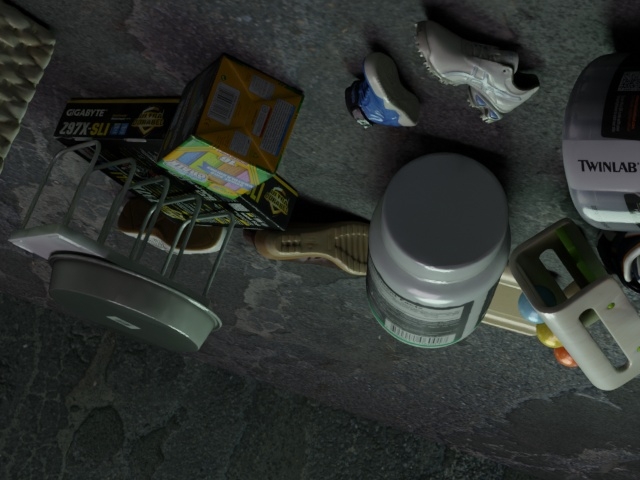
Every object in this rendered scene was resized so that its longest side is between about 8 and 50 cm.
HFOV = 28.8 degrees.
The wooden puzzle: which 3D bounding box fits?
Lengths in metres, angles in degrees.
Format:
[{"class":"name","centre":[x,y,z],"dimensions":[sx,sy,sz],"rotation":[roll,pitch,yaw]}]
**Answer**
[{"class":"wooden puzzle","centre":[0.292,0.082,2.169],"dimensions":[0.221,0.044,0.238],"rotation":[15,157,10]}]

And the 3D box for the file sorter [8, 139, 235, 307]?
[{"class":"file sorter","centre":[-0.308,-0.020,1.980],"dimensions":[0.278,0.173,0.193],"rotation":[29,160,-30]}]

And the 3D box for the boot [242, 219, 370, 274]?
[{"class":"boot","centre":[0.000,0.000,2.170],"dimensions":[0.248,0.090,0.207],"rotation":[6,-176,-15]}]

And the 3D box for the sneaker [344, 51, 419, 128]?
[{"class":"sneaker","centre":[0.062,-0.186,1.569],"dimensions":[0.085,0.058,0.152],"rotation":[0,162,25]}]

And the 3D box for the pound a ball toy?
[{"class":"pound a ball toy","centre":[0.365,0.087,1.821],"dimensions":[0.136,0.208,0.319],"rotation":[-34,141,8]}]

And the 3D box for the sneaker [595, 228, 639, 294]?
[{"class":"sneaker","centre":[0.450,0.023,1.703],"dimensions":[0.126,0.127,0.321],"rotation":[17,164,0]}]

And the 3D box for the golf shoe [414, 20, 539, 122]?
[{"class":"golf shoe","centre":[0.180,-0.207,1.419],"dimensions":[0.086,0.069,0.176],"rotation":[-24,142,35]}]

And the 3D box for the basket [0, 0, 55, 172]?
[{"class":"basket","centre":[-0.594,-0.204,1.723],"dimensions":[0.331,0.328,0.266],"rotation":[32,155,-35]}]

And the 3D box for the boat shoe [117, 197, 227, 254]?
[{"class":"boat shoe","centre":[-0.255,-0.021,2.309],"dimensions":[0.277,0.098,0.096],"rotation":[14,164,44]}]

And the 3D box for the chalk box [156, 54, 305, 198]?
[{"class":"chalk box","centre":[-0.137,-0.149,1.753],"dimensions":[0.132,0.132,0.213],"rotation":[24,162,-18]}]

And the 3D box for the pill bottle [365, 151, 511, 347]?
[{"class":"pill bottle","centre":[0.170,0.019,1.828],"dimensions":[0.204,0.204,0.361],"rotation":[16,161,6]}]

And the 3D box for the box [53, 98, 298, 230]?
[{"class":"box","centre":[-0.228,-0.119,2.016],"dimensions":[0.257,0.079,0.322],"rotation":[6,159,39]}]

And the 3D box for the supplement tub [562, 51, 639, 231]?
[{"class":"supplement tub","centre":[0.424,-0.098,1.263],"dimensions":[0.316,0.193,0.193],"rotation":[4,157,38]}]

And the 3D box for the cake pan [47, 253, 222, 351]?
[{"class":"cake pan","centre":[-0.301,0.105,1.974],"dimensions":[0.293,0.054,0.293],"rotation":[18,164,6]}]
